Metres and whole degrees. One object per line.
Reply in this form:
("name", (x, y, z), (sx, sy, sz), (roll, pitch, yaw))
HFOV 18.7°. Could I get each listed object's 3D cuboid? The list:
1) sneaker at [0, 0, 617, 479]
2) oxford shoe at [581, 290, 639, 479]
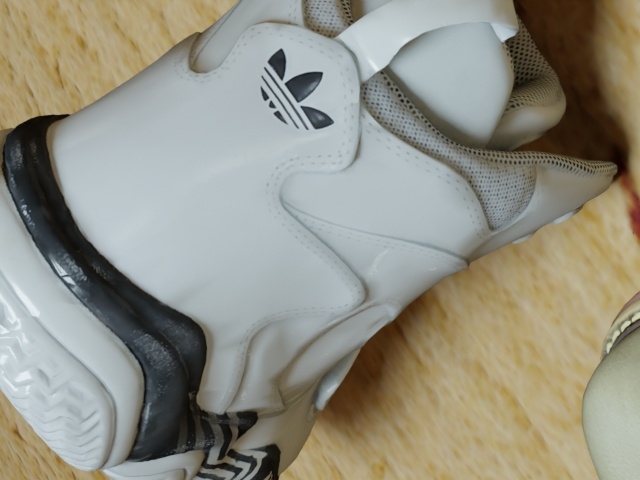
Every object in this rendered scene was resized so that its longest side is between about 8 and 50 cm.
("sneaker", (0.000, 0.000, 0.747), (0.137, 0.210, 0.366), (59, -177, 13))
("oxford shoe", (0.190, 0.184, 0.538), (0.397, 0.146, 0.140), (52, 146, 13))
